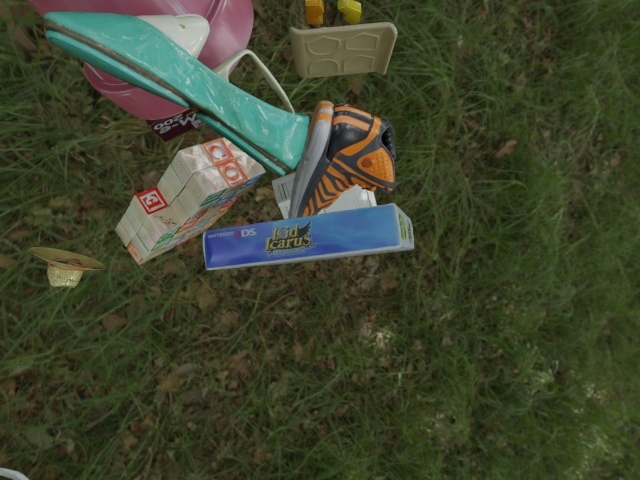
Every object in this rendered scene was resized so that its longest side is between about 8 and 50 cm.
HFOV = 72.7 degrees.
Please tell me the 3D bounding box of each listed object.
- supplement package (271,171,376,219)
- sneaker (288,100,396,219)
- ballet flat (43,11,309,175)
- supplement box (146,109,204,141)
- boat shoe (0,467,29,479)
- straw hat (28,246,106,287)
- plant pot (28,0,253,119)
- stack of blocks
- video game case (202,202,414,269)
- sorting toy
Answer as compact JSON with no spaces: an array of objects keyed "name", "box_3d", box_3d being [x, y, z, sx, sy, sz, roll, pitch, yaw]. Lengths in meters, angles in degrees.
[{"name":"supplement package","box_3d":[0.010,-0.120,1.175,0.244,0.134,0.139,-20,127,0]},{"name":"sneaker","box_3d":[0.043,-0.107,0.835,0.180,0.321,0.124,12,55,-10]},{"name":"ballet flat","box_3d":[-0.106,-0.149,0.399,0.247,0.083,0.087,26,91,-40]},{"name":"supplement box","box_3d":[-0.263,-0.307,0.743,0.130,0.073,0.239,-25,82,0]},{"name":"boat shoe","box_3d":[-0.226,0.247,0.303,0.156,0.136,0.367,-22,84,-20]},{"name":"straw hat","box_3d":[-0.511,0.063,0.869,0.144,0.144,0.061,17,91,-33]},{"name":"plant pot","box_3d":[-0.198,-0.255,0.436,0.201,0.201,0.180,-59,149,-5]},{"name":"stack of blocks","box_3d":[-0.252,-0.070,0.810,0.171,0.297,0.087,-34,92,-41]},{"name":"video game case","box_3d":[0.000,0.000,0.677,0.244,0.270,0.061,9,75,-74]},{"name":"sorting toy","box_3d":[0.048,-0.447,0.963,0.229,0.307,0.041,-1,86,0]}]
